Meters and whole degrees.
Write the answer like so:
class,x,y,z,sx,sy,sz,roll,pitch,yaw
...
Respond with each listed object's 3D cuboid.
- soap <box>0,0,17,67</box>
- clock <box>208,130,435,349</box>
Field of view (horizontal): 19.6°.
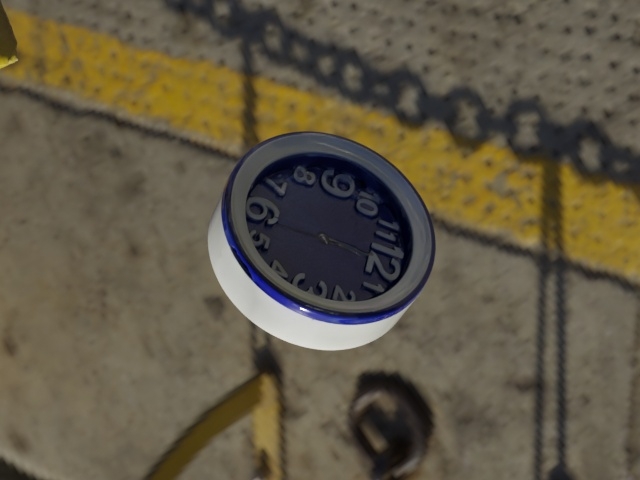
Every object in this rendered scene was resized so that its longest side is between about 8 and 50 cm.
class,x,y,z,sx,sy,sz,roll,pitch,yaw
soap,-0.371,-0.251,1.403,0.096,0.204,0.324,-18,94,34
clock,0.000,0.000,1.915,0.230,0.230,0.083,48,141,13
